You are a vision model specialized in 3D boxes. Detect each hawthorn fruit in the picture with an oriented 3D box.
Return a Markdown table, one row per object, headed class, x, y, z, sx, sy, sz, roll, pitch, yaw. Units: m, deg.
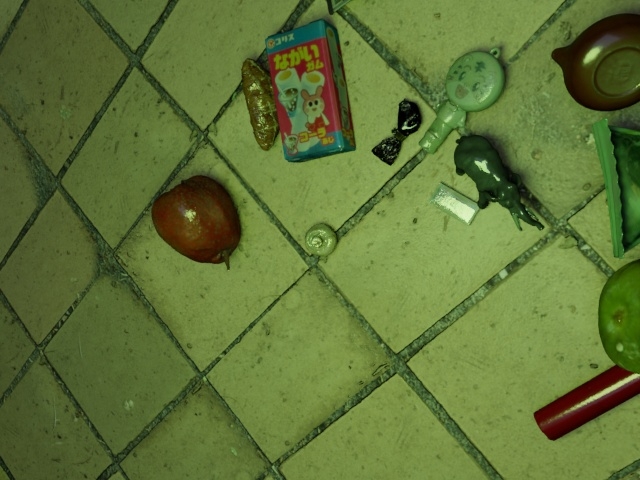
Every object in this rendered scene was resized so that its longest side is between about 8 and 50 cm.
| class | x | y | z | sx | sy | sz | roll | pitch | yaw |
| --- | --- | --- | --- | --- | --- | --- | --- | --- | --- |
| hawthorn fruit | -0.307 | -0.031 | 1.388 | 0.211 | 0.210 | 0.262 | -32 | 90 | 24 |

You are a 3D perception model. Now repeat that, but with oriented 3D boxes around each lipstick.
| class | x | y | z | sx | sy | sz | roll | pitch | yaw |
| --- | --- | --- | --- | --- | --- | --- | --- | --- | --- |
| lipstick | 0.578 | 0.319 | 1.099 | 0.280 | 0.073 | 0.073 | -42 | 79 | 23 |

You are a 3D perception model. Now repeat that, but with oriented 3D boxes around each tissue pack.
| class | x | y | z | sx | sy | sz | roll | pitch | yaw |
| --- | --- | --- | --- | --- | --- | --- | --- | --- | --- |
| tissue pack | 0.303 | -0.083 | 1.202 | 0.108 | 0.023 | 0.056 | 32 | 107 | 17 |

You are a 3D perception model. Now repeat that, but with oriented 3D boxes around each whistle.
| class | x | y | z | sx | sy | sz | roll | pitch | yaw |
| --- | --- | --- | --- | --- | --- | --- | --- | --- | --- |
| whistle | 0.307 | -0.302 | 1.156 | 0.126 | 0.067 | 0.258 | 47 | 116 | 27 |

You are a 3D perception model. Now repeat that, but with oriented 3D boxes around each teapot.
| class | x | y | z | sx | sy | sz | roll | pitch | yaw |
| --- | --- | --- | --- | --- | --- | --- | --- | --- | --- |
| teapot | 0.574 | -0.342 | 1.006 | 0.252 | 0.135 | 0.178 | 4 | 133 | 6 |

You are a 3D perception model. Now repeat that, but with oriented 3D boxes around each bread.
| class | x | y | z | sx | sy | sz | roll | pitch | yaw |
| --- | --- | --- | --- | --- | --- | --- | --- | --- | --- |
| bread | -0.137 | -0.342 | 1.328 | 0.076 | 0.105 | 0.232 | -4 | 100 | 30 |

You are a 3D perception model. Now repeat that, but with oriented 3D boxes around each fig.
| class | x | y | z | sx | sy | sz | roll | pitch | yaw |
| --- | --- | --- | --- | --- | --- | --- | --- | --- | --- |
| fig | 0.675 | 0.126 | 0.990 | 0.233 | 0.314 | 0.233 | 41 | 139 | 50 |

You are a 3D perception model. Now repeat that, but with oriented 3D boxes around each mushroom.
| class | x | y | z | sx | sy | sz | roll | pitch | yaw |
| --- | --- | --- | --- | --- | --- | --- | --- | --- | --- |
| mushroom | 0.000 | 0.000 | 1.324 | 0.084 | 0.067 | 0.083 | 1 | 93 | 18 |

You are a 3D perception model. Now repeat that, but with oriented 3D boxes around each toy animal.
| class | x | y | z | sx | sy | sz | roll | pitch | yaw |
| --- | --- | --- | --- | --- | --- | --- | --- | --- | --- |
| toy animal | 0.363 | -0.113 | 1.105 | 0.082 | 0.137 | 0.269 | -35 | 72 | 4 |

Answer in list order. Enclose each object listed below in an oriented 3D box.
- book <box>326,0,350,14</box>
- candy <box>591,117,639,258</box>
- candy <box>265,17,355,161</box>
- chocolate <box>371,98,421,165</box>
| class | x | y | z | sx | sy | sz | roll | pitch | yaw |
| --- | --- | --- | --- | --- | --- | --- | --- | --- | --- |
| book | 0.092 | -0.634 | 1.192 | 0.231 | 0.026 | 0.157 | -16 | 82 | 45 |
| candy | 0.703 | -0.133 | 0.947 | 0.398 | 0.172 | 0.262 | -13 | 94 | 12 |
| candy | -0.022 | -0.352 | 1.280 | 0.157 | 0.100 | 0.305 | -9 | 93 | 26 |
| chocolate | 0.178 | -0.247 | 1.220 | 0.072 | 0.070 | 0.147 | 34 | 113 | 12 |
